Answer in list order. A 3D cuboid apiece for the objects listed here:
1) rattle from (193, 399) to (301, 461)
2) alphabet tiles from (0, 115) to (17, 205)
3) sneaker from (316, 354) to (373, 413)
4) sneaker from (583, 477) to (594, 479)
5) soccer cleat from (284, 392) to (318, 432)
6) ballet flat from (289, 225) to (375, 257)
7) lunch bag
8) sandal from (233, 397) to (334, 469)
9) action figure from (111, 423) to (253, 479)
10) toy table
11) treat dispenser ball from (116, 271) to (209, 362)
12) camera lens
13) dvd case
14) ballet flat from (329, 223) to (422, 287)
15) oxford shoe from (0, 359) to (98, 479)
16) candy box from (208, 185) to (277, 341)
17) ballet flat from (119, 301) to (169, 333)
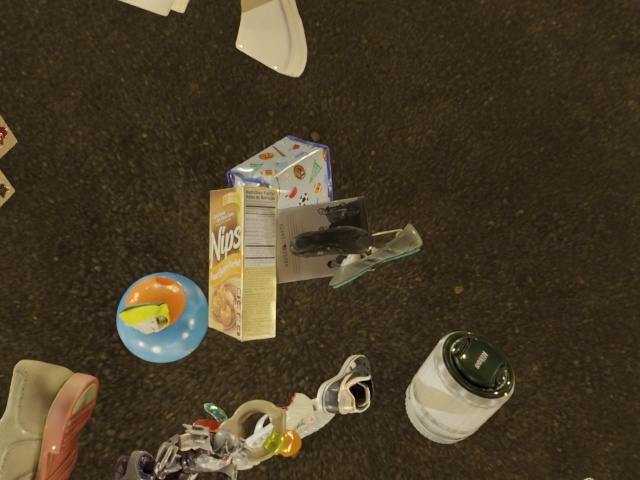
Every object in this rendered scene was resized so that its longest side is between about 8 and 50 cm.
[{"bbox_3d":[-0.158,0.415,1.189,0.199,0.143,0.130,-6,80,16],"label":"rattle"},{"bbox_3d":[-0.553,-0.144,0.709,0.011,0.343,0.285,2,45,17],"label":"alphabet tiles"},{"bbox_3d":[0.115,0.458,1.698,0.127,0.321,0.126,-1,101,27],"label":"sneaker"},{"bbox_3d":[0.297,0.300,0.628,0.083,0.035,0.031,2,63,-41],"label":"sneaker"},{"bbox_3d":[-0.054,0.440,1.336,0.076,0.196,0.068,23,105,7],"label":"soccer cleat"},{"bbox_3d":[0.024,0.003,1.052,0.173,0.049,0.058,-2,78,-17],"label":"ballet flat"},{"bbox_3d":[-0.115,-0.116,1.885,0.239,0.386,0.328,24,44,33],"label":"lunch bag"},{"bbox_3d":[-0.137,0.604,1.767,0.416,0.169,0.102,-31,48,2],"label":"sandal"},{"bbox_3d":[-0.246,0.413,0.981,0.285,0.099,0.185,-31,124,23],"label":"action figure"},{"bbox_3d":[-0.086,-0.285,0.530,0.274,0.252,0.161,44,117,38],"label":"toy table"},{"bbox_3d":[-0.504,0.247,1.740,0.288,0.288,0.288,0,80,-2],"label":"treat dispenser ball"},{"bbox_3d":[0.373,0.398,1.464,0.219,0.274,0.219,11,43,-11],"label":"camera lens"},{"bbox_3d":[0.000,0.000,1.285,0.238,0.029,0.179,-8,82,8],"label":"dvd case"},{"bbox_3d":[0.103,0.027,1.107,0.213,0.072,0.068,-26,92,16],"label":"ballet flat"},{"bbox_3d":[-0.537,0.391,0.991,0.146,0.140,0.397,25,101,0],"label":"oxford shoe"},{"bbox_3d":[-0.173,0.045,1.183,0.087,0.183,0.317,-1,92,-34],"label":"candy box"},{"bbox_3d":[-0.440,0.201,1.387,0.077,0.231,0.077,-21,85,1],"label":"ballet flat"}]
